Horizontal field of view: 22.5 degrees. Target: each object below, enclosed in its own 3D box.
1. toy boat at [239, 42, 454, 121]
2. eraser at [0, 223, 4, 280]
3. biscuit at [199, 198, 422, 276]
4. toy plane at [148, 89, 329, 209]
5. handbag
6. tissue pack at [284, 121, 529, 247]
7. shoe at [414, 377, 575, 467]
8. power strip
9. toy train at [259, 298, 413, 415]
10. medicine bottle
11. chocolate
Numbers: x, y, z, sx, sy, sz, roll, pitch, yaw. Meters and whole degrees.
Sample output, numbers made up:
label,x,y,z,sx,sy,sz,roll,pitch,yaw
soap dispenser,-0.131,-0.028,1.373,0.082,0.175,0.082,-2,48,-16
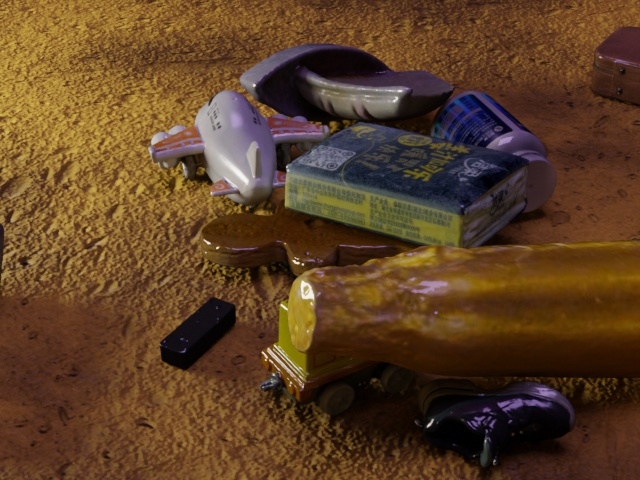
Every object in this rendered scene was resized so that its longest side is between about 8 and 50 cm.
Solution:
label,x,y,z,sx,sy,sz,roll,pitch,yaw
toy boat,0.066,-0.208,2.251,0.293,0.111,0.276,15,16,32
eraser,-0.448,0.096,1.819,0.111,0.077,0.352,1,32,5
biscuit,0.000,0.000,2.007,0.301,0.049,0.197,-3,23,-8
toy plane,-0.109,-0.128,2.145,0.245,0.117,0.244,0,33,0
handbag,0.516,-0.256,2.409,0.193,0.072,0.151,16,35,25
tissue pack,0.109,-0.071,2.010,0.257,0.081,0.185,15,30,29
shoe,0.179,0.199,1.679,0.169,0.071,0.099,4,35,12
power strip,-0.140,0.106,1.850,0.038,0.029,0.111,20,39,26
toy train,0.031,0.109,1.759,0.219,0.127,0.089,-18,37,-25
medicine bottle,0.233,-0.116,2.142,0.107,0.107,0.191,-12,35,-20
chocolate,0.176,0.065,1.700,0.445,0.162,0.162,2,29,-26
